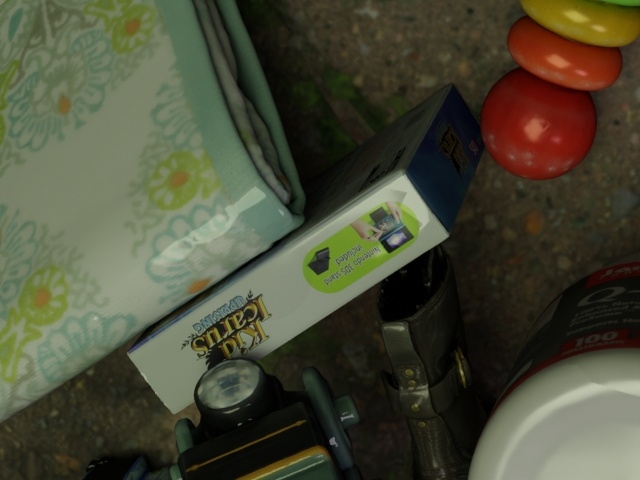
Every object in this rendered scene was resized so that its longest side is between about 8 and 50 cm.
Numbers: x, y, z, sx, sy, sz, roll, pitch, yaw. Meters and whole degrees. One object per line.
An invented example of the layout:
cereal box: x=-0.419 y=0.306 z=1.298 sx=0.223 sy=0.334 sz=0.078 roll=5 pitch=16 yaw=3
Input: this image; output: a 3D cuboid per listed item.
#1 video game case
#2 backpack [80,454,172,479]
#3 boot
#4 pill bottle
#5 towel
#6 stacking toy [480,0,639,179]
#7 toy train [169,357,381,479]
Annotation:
video game case: x=0.000 y=0.000 z=1.341 sx=0.244 sy=0.269 sz=0.061 roll=-33 pitch=98 yaw=19
backpack: x=-0.161 y=0.251 z=1.527 sx=0.084 sy=0.105 sz=0.114 roll=-8 pitch=106 yaw=16
boot: x=0.100 y=0.104 z=1.337 sx=0.091 sy=0.263 sz=0.229 roll=-9 pitch=106 yaw=12
pill bottle: x=0.231 y=0.130 z=1.265 sx=0.210 sy=0.363 sz=0.210 roll=3 pitch=104 yaw=13
towel: x=-0.189 y=-0.068 z=1.360 sx=0.320 sy=0.374 sz=0.090 roll=-35 pitch=137 yaw=18
stacking toy: x=0.206 y=-0.196 z=1.328 sx=0.141 sy=0.141 sz=0.330 roll=20 pitch=113 yaw=8
toy train: x=-0.004 y=0.237 z=1.255 sx=0.142 sy=0.190 sz=0.334 roll=-21 pitch=126 yaw=1
